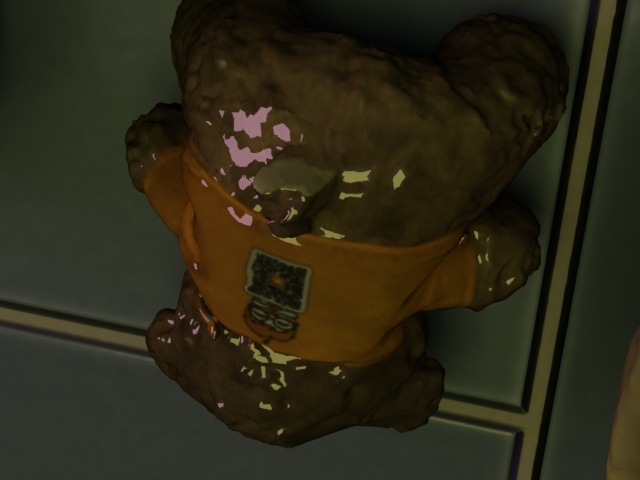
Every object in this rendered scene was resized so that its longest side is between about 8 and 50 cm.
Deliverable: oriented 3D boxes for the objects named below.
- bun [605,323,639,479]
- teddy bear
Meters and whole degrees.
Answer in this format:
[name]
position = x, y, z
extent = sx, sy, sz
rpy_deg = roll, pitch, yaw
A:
[bun]
position = 0.273, 0.058, 0.532
extent = 0.349, 0.227, 0.352
rpy_deg = 32, 115, -1
[teddy bear]
position = 0.000, 0.000, 0.638
extent = 0.177, 0.140, 0.190
rpy_deg = 13, 125, 6
